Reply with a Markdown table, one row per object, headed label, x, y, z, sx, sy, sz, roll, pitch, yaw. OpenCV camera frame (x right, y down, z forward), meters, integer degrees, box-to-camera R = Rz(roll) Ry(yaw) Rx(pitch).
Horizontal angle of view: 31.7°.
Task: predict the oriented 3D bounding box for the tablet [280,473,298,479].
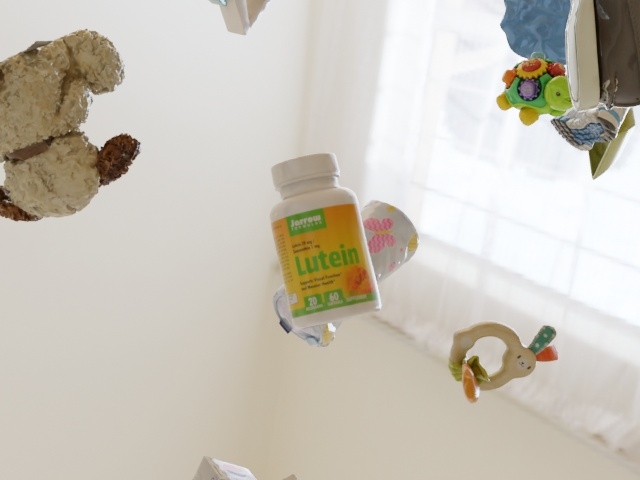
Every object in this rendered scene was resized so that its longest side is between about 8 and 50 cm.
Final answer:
| label | x | y | z | sx | sy | sz | roll | pitch | yaw |
| --- | --- | --- | --- | --- | --- | --- | --- | --- | --- |
| tablet | -0.040 | 0.382 | 1.619 | 0.054 | 0.006 | 0.083 | -24 | -114 | -22 |

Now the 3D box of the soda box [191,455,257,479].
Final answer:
| label | x | y | z | sx | sy | sz | roll | pitch | yaw |
| --- | --- | --- | --- | --- | --- | --- | --- | --- | --- |
| soda box | -0.208 | 0.522 | 1.933 | 0.098 | 0.286 | 0.091 | 23 | -173 | -30 |

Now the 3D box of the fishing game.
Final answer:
| label | x | y | z | sx | sy | sz | roll | pitch | yaw |
| --- | --- | --- | --- | --- | --- | --- | --- | --- | --- |
| fishing game | 0.349 | -0.341 | 1.653 | 0.189 | 0.264 | 0.041 | 5 | 176 | 39 |

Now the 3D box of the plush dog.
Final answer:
| label | x | y | z | sx | sy | sz | roll | pitch | yaw |
| --- | --- | --- | --- | --- | --- | --- | --- | --- | --- |
| plush dog | -0.381 | -0.141 | 1.545 | 0.262 | 0.225 | 0.210 | -23 | -170 | 13 |

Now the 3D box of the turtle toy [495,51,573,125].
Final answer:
| label | x | y | z | sx | sy | sz | roll | pitch | yaw |
| --- | --- | --- | --- | --- | --- | --- | --- | --- | --- |
| turtle toy | 0.288 | -0.199 | 1.461 | 0.095 | 0.066 | 0.130 | -33 | -138 | -11 |

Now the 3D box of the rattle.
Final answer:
| label | x | y | z | sx | sy | sz | roll | pitch | yaw |
| --- | --- | --- | --- | --- | --- | --- | --- | --- | --- |
| rattle | 0.321 | 0.203 | 1.866 | 0.199 | 0.130 | 0.143 | 5 | -179 | -8 |

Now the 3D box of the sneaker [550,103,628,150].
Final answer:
| label | x | y | z | sx | sy | sz | roll | pitch | yaw |
| --- | --- | --- | --- | --- | --- | --- | --- | --- | --- |
| sneaker | 0.421 | -0.190 | 1.719 | 0.071 | 0.083 | 0.190 | 43 | 170 | -11 |

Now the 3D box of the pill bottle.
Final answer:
| label | x | y | z | sx | sy | sz | roll | pitch | yaw |
| --- | --- | --- | --- | --- | --- | --- | --- | --- | --- |
| pill bottle | 0.000 | 0.000 | 1.681 | 0.136 | 0.246 | 0.136 | -13 | 175 | -1 |

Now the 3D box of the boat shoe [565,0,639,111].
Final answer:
| label | x | y | z | sx | sy | sz | roll | pitch | yaw |
| --- | --- | --- | --- | --- | --- | --- | --- | --- | --- |
| boat shoe | 0.216 | -0.211 | 0.825 | 0.068 | 0.228 | 0.081 | -3 | -168 | 4 |

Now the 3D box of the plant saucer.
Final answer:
| label | x | y | z | sx | sy | sz | roll | pitch | yaw |
| --- | --- | --- | --- | --- | --- | --- | --- | --- | --- |
| plant saucer | 0.489 | -0.223 | 1.909 | 0.045 | 0.188 | 0.188 | -3 | 159 | 1 |

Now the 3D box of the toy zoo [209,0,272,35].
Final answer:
| label | x | y | z | sx | sy | sz | roll | pitch | yaw |
| --- | --- | --- | --- | --- | --- | --- | --- | --- | --- |
| toy zoo | -0.074 | -0.401 | 1.455 | 0.030 | 0.192 | 0.293 | 17 | -129 | 19 |

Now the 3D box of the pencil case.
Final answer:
| label | x | y | z | sx | sy | sz | roll | pitch | yaw |
| --- | --- | --- | --- | --- | --- | --- | --- | --- | --- |
| pencil case | 0.046 | 0.053 | 1.869 | 0.124 | 0.273 | 0.113 | 46 | 153 | -1 |
